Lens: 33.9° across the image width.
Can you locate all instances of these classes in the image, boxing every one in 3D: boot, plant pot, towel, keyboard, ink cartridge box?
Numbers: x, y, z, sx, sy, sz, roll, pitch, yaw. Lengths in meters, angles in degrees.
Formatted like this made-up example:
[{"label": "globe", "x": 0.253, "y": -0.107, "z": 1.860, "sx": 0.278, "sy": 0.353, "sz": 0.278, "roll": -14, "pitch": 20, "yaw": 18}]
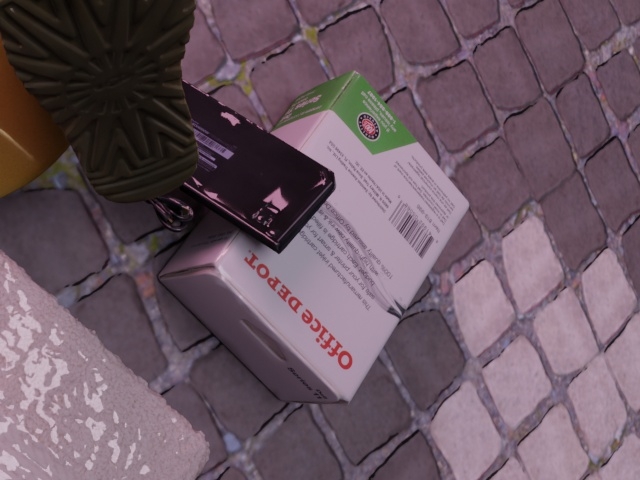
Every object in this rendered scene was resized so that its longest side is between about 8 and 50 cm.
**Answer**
[{"label": "boot", "x": -0.152, "y": -0.181, "z": 0.574, "sx": 0.089, "sy": 0.236, "sz": 0.269, "roll": -17, "pitch": 62, "yaw": -15}, {"label": "plant pot", "x": -0.206, "y": -0.071, "z": 0.661, "sx": 0.081, "sy": 0.081, "sz": 0.083, "roll": 40, "pitch": 68, "yaw": -26}, {"label": "towel", "x": -0.205, "y": 0.119, "z": 0.647, "sx": 0.282, "sy": 0.049, "sz": 0.187, "roll": 46, "pitch": 58, "yaw": -23}, {"label": "keyboard", "x": -0.090, "y": -0.053, "z": 0.721, "sx": 0.180, "sy": 0.023, "sz": 0.108, "roll": 32, "pitch": 54, "yaw": 13}, {"label": "ink cartridge box", "x": 0.000, "y": 0.000, "z": 0.801, "sx": 0.153, "sy": 0.087, "sz": 0.208, "roll": 48, "pitch": 57, "yaw": -21}]
